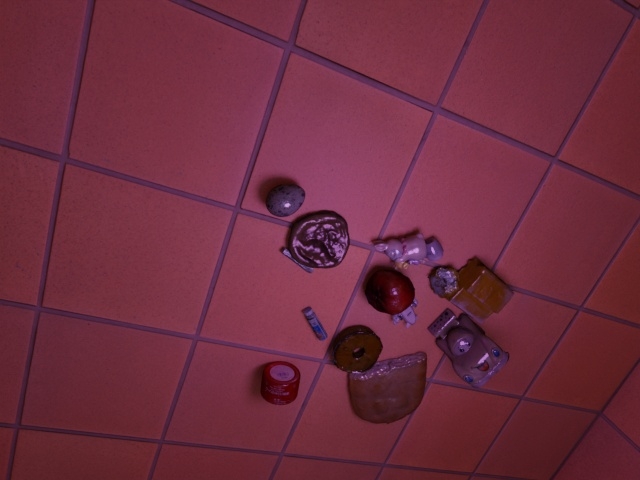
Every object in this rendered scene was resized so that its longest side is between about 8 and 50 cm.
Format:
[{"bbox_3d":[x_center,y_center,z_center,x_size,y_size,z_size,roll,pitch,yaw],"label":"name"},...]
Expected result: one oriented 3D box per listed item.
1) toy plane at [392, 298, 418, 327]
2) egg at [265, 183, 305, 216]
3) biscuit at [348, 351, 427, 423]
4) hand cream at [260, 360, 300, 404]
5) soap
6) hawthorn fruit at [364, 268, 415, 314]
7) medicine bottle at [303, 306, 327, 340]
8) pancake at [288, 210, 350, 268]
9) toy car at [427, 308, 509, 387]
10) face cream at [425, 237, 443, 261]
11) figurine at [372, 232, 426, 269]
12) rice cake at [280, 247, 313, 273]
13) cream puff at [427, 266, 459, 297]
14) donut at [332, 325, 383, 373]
[{"bbox_3d":[0.430,0.362,2.018,0.174,0.080,0.173,-6,104,-25],"label":"toy plane"},{"bbox_3d":[-0.142,-0.167,1.647,0.172,0.132,0.132,-26,116,-13],"label":"egg"},{"bbox_3d":[0.365,0.829,2.185,0.430,0.104,0.445,-5,112,-10],"label":"biscuit"},{"bbox_3d":[-0.196,0.696,1.966,0.193,0.193,0.125,3,109,-13],"label":"hand cream"},{"bbox_3d":[0.793,0.262,2.025,0.281,0.143,0.259,32,105,-27],"label":"soap"},{"bbox_3d":[0.346,0.245,1.886,0.266,0.230,0.210,8,75,-37],"label":"hawthorn fruit"},{"bbox_3d":[-0.024,0.408,1.957,0.051,0.051,0.191,-27,114,0],"label":"medicine bottle"},{"bbox_3d":[0.000,0.000,1.786,0.295,0.049,0.293,-5,108,-14],"label":"pancake"},{"bbox_3d":[0.725,0.524,2.006,0.226,0.336,0.242,38,101,-21],"label":"toy car"},{"bbox_3d":[0.532,0.043,1.899,0.091,0.091,0.095,-28,107,1],"label":"face cream"},{"bbox_3d":[0.361,0.053,1.856,0.236,0.127,0.155,-7,123,-3],"label":"figurine"},{"bbox_3d":[-0.105,0.092,1.818,0.180,0.042,0.030,39,74,-23],"label":"rice cake"},{"bbox_3d":[0.616,0.203,1.960,0.156,0.156,0.121,-18,150,-4],"label":"cream puff"},{"bbox_3d":[0.182,0.545,2.034,0.273,0.107,0.271,-3,116,-6],"label":"donut"}]
